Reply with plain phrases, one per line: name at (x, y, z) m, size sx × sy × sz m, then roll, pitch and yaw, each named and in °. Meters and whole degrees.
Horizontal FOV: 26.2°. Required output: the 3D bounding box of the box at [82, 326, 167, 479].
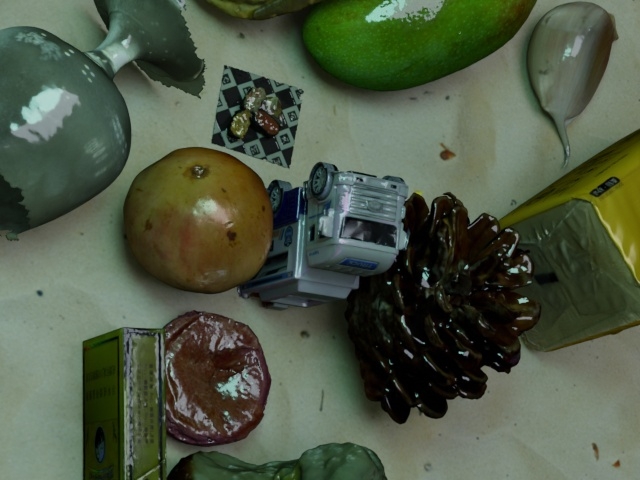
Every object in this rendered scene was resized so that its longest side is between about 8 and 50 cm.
box at (-0.235, 0.220, 1.643) m, size 0.064 × 0.141 × 0.220 m, roll 2°, pitch 79°, yaw -30°

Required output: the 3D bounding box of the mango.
mango at (0.144, -0.340, 1.944) m, size 0.382 × 0.201 × 0.225 m, roll -25°, pitch 117°, yaw -22°

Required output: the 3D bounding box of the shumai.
shumai at (-0.077, 0.373, 1.707) m, size 0.263 × 0.304 × 0.309 m, roll 21°, pitch 68°, yaw 12°

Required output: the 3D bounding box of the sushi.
sushi at (-0.079, -0.173, 1.878) m, size 0.126 × 0.026 × 0.120 m, roll 16°, pitch 72°, yaw -26°

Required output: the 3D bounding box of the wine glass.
wine glass at (-0.305, -0.169, 1.638) m, size 0.323 × 0.238 × 0.238 m, roll -45°, pitch 103°, yaw -26°

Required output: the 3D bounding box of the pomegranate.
pomegranate at (-0.151, -0.021, 1.717) m, size 0.191 × 0.191 × 0.191 m, roll 6°, pitch 77°, yaw -28°

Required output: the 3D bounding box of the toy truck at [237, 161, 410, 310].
toy truck at (0.000, 0.000, 1.749) m, size 0.124 × 0.268 × 0.155 m, roll 10°, pitch 77°, yaw -27°

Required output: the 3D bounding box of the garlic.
garlic at (0.380, -0.262, 2.129) m, size 0.148 × 0.128 × 0.266 m, roll 28°, pitch 78°, yaw -9°

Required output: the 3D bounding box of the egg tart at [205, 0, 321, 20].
egg tart at (-0.074, -0.448, 1.776) m, size 0.339 × 0.153 × 0.351 m, roll -40°, pitch 86°, yaw 13°

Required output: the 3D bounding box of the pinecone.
pinecone at (0.159, 0.082, 1.813) m, size 0.242 × 0.296 × 0.298 m, roll 3°, pitch 69°, yaw -25°

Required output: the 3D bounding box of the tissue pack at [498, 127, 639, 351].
tissue pack at (0.467, -0.027, 2.008) m, size 0.382 × 0.293 × 0.228 m, roll -33°, pitch 92°, yaw -31°

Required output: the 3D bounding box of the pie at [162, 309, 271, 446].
pie at (-0.144, 0.177, 1.757) m, size 0.182 × 0.049 × 0.182 m, roll 10°, pitch 70°, yaw -28°
